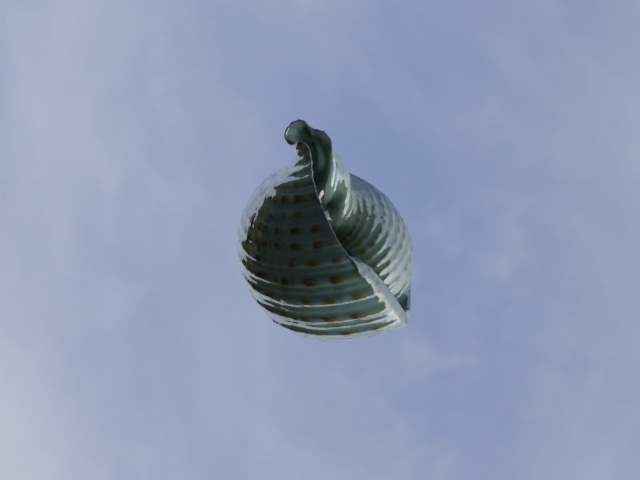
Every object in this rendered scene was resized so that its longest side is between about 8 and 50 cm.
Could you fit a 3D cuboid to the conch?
[{"bbox_3d":[-0.008,0.006,1.465,0.131,0.172,0.200,-26,-58,24],"label":"conch"}]
